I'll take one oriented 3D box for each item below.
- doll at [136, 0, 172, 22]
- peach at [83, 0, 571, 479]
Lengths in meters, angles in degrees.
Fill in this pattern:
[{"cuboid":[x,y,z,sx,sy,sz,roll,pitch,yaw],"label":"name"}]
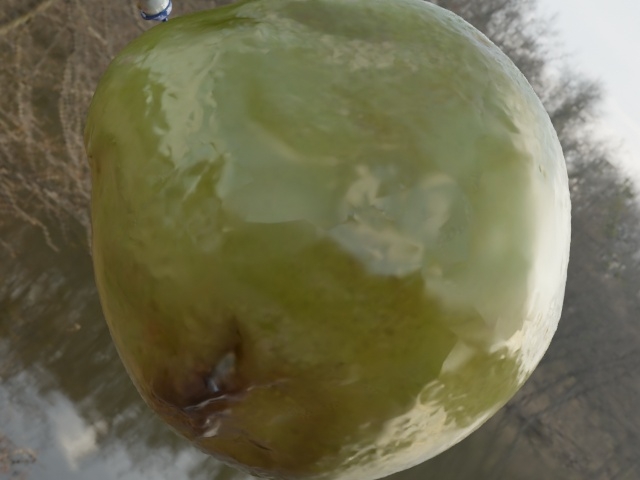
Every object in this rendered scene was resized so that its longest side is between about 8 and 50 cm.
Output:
[{"cuboid":[-0.246,-0.353,1.230,0.098,0.058,0.143,62,3,41],"label":"doll"},{"cuboid":[0.006,-0.003,0.574,0.314,0.281,0.315,8,40,-11],"label":"peach"}]
